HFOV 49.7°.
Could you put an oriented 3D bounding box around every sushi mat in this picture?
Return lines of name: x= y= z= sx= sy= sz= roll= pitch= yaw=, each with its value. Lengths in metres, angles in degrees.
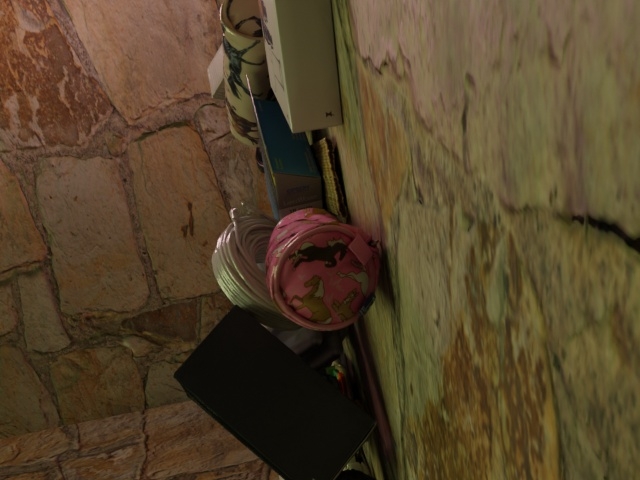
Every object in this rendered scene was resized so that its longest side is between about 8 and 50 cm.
sushi mat: x=0.013 y=-0.128 z=1.403 sx=0.316 sy=0.019 sz=0.152 roll=-140 pitch=39 yaw=-82

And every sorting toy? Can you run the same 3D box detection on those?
sorting toy: x=0.054 y=0.391 z=1.701 sx=0.347 sy=0.047 sz=0.196 roll=151 pitch=104 yaw=-82

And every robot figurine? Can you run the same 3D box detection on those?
robot figurine: x=-0.052 y=0.136 z=1.608 sx=0.300 sy=0.199 sz=0.353 roll=38 pitch=-155 yaw=-40

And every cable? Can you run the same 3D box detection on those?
cable: x=-0.096 y=0.063 z=1.392 sx=0.089 sy=0.257 sz=0.257 roll=-51 pitch=20 yaw=33

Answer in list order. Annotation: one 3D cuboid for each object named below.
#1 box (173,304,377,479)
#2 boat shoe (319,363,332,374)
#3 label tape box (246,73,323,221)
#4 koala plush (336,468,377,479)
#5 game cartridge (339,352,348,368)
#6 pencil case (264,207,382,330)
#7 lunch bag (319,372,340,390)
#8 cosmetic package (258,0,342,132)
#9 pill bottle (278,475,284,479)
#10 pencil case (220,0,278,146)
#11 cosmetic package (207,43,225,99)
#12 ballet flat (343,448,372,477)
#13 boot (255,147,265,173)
box: x=-0.094 y=0.330 z=1.366 sx=0.343 sy=0.179 sz=0.312 roll=39 pitch=163 yaw=7
boat shoe: x=-0.012 y=0.298 z=2.031 sx=0.324 sy=0.122 sz=0.120 roll=-97 pitch=-7 yaw=-56
label tape box: x=-0.070 y=-0.169 z=1.509 sx=0.334 sy=0.105 sz=0.241 roll=85 pitch=171 yaw=-52
koala plush: x=0.061 y=0.542 z=1.335 sx=0.221 sy=0.196 sz=0.203 roll=84 pitch=-176 yaw=-68
game cartridge: x=0.061 y=0.332 z=1.790 sx=0.083 sy=0.017 sz=0.056 roll=89 pitch=173 yaw=-59
pencil case: x=-0.007 y=0.033 z=1.144 sx=0.386 sy=0.167 sz=0.160 roll=-138 pitch=60 yaw=-81
lunch bag: x=-0.039 y=0.408 z=1.577 sx=0.090 sy=0.176 sz=0.219 roll=134 pitch=145 yaw=-59
cosmetic package: x=-0.050 y=-0.407 z=1.159 sx=0.284 sy=0.097 sz=0.377 roll=-116 pitch=16 yaw=-60
pill bottle: x=0.031 y=0.787 z=1.841 sx=0.229 sy=0.229 sz=0.408 roll=88 pitch=169 yaw=-58
pencil case: x=-0.131 y=-0.392 z=1.565 sx=0.160 sy=0.183 sz=0.410 roll=44 pitch=159 yaw=16
cosmetic package: x=-0.180 y=-0.456 z=1.726 sx=0.238 sy=0.127 sz=0.107 roll=-42 pitch=53 yaw=50
ballet flat: x=0.075 y=0.569 z=1.661 sx=0.316 sy=0.107 sz=0.106 roll=-135 pitch=42 yaw=-78
boot: x=-0.138 y=-0.360 z=1.921 sx=0.348 sy=0.131 sz=0.260 roll=-107 pitch=8 yaw=-52
